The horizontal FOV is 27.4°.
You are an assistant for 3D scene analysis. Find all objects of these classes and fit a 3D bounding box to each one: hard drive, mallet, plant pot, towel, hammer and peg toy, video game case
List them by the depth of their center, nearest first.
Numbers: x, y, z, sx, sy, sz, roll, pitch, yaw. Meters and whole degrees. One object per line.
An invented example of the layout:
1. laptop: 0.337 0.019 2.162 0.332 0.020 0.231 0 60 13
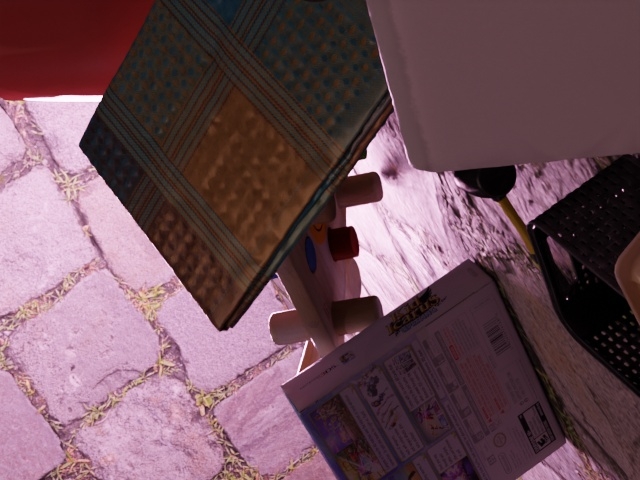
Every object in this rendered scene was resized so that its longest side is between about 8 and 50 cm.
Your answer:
1. hard drive: 0.108 -0.136 0.474 0.307 0.203 0.040 69 -160 -55
2. mallet: 0.176 0.001 1.120 0.190 0.039 0.062 55 173 -21
3. towel: -0.074 -0.129 1.199 0.271 0.040 0.370 51 127 21
4. video game case: 0.118 0.190 1.426 0.061 0.244 0.270 44 165 54
5. plant pot: -0.247 -0.268 1.427 0.275 0.243 0.275 170 90 -87
6. hammer and peg toy: 0.000 0.000 1.435 0.361 0.127 0.266 65 -160 -46

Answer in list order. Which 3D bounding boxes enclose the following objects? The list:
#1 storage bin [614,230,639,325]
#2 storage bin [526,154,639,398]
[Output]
1. storage bin: 0.285 0.097 0.576 0.260 0.123 0.262 58 171 -20
2. storage bin: 0.225 0.042 0.833 0.180 0.084 0.122 47 168 47
